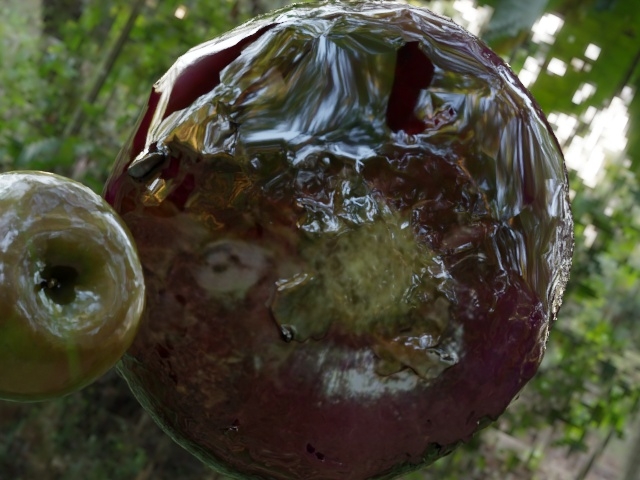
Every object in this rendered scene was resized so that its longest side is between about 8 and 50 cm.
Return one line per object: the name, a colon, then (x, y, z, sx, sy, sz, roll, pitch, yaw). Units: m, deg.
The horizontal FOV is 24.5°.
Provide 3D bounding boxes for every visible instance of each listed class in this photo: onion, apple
onion: (0.000, 0.000, 1.076, 0.348, 0.347, 0.385, 27, 0, -9)
apple: (-0.111, 0.018, 0.565, 0.090, 0.089, 0.074, 27, -22, -15)
